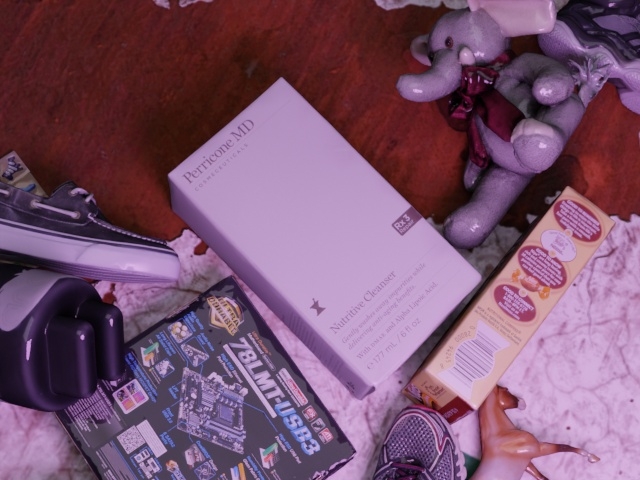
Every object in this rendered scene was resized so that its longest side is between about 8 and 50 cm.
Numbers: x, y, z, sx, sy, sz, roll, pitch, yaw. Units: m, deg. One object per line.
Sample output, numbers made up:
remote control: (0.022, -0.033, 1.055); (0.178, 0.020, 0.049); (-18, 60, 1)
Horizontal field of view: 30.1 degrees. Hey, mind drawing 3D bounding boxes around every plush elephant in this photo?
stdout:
plush elephant: (0.226, -0.210, 1.621); (0.255, 0.272, 0.330); (38, 60, 3)

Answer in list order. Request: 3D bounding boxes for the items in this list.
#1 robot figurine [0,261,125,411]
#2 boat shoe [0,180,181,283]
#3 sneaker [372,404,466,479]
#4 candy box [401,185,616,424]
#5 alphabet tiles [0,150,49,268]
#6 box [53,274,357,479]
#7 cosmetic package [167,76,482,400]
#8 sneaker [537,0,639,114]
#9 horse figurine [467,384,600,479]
robot figurine: (-0.377, 0.119, 1.476); (0.278, 0.209, 0.174); (8, 71, 25)
boat shoe: (-0.342, -0.024, 1.567); (0.335, 0.121, 0.119); (13, 78, -1)
sneaker: (0.106, 0.354, 1.502); (0.120, 0.112, 0.299); (2, 70, 25)
candy box: (0.245, 0.091, 1.575); (0.087, 0.183, 0.316); (39, 74, 5)
alphabet tiles: (-0.479, -0.038, 1.624); (0.198, 0.009, 0.237); (-36, 81, -14)
box: (-0.154, 0.243, 1.546); (0.293, 0.073, 0.295); (-34, 80, -15)
cosmetic package: (0.000, 0.000, 1.589); (0.385, 0.156, 0.217); (44, 76, 6)
sneaker: (0.466, -0.289, 1.749); (0.268, 0.101, 0.153); (31, 76, 6)
horse figurine: (0.249, 0.332, 1.568); (0.174, 0.066, 0.263); (30, 73, 1)
